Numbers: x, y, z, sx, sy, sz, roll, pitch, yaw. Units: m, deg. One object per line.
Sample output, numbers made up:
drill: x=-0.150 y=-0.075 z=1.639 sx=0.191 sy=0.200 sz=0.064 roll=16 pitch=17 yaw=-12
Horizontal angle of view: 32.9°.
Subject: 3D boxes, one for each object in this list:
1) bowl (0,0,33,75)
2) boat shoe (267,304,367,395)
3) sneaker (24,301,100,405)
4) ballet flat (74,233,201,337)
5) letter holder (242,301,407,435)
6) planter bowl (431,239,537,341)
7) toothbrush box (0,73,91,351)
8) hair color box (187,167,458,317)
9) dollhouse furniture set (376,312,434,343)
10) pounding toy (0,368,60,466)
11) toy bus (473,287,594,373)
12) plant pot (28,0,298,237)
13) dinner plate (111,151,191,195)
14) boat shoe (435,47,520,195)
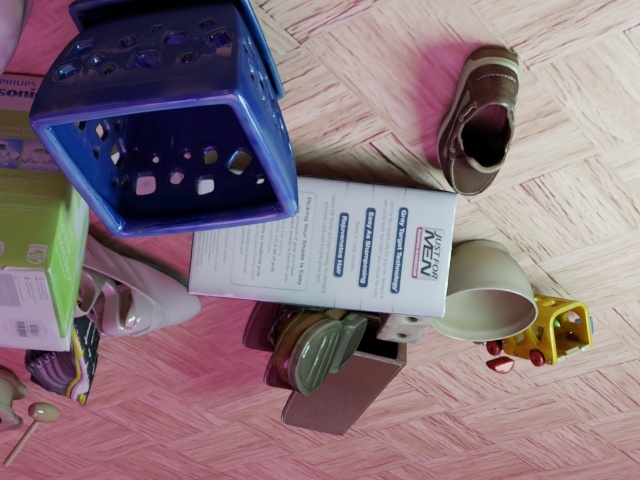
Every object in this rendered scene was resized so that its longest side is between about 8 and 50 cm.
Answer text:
bowl: x=-0.440 y=-0.224 z=1.127 sx=0.297 sy=0.134 sz=0.298 roll=-14 pitch=143 yaw=-10
boat shoe: x=-0.025 y=0.138 z=1.502 sx=0.104 sy=0.111 sz=0.307 roll=25 pitch=-177 yaw=13
sneaker: x=-0.450 y=0.197 z=1.875 sx=0.121 sy=0.111 sz=0.300 roll=11 pitch=144 yaw=-8
ballet flat: x=-0.341 y=0.074 z=1.658 sx=0.139 sy=0.139 sz=0.400 roll=-20 pitch=142 yaw=29
letter holder: x=-0.010 y=0.184 z=1.798 sx=0.214 sy=0.152 sz=0.302 roll=13 pitch=145 yaw=-14
planter bowl: x=0.243 y=0.068 z=1.647 sx=0.162 sy=0.109 sz=0.162 roll=0 pitch=147 yaw=0
toothbrush box: x=-0.362 y=-0.033 z=1.353 sx=0.122 sy=0.283 sz=0.206 roll=3 pitch=146 yaw=-5
hair color box: x=0.000 y=0.000 z=1.474 sx=0.347 sy=0.174 sz=0.105 roll=6 pitch=-176 yaw=-6
dollhouse furniture set: x=0.072 y=0.063 z=1.622 sx=0.183 sy=0.129 sz=0.129 roll=8 pitch=150 yaw=-8
pounding toy: x=-0.643 y=0.336 z=2.044 sx=0.269 sy=0.155 sz=0.154 roll=-15 pitch=148 yaw=23
toy bus: x=0.337 y=0.131 z=1.742 sx=0.202 sy=0.191 sz=0.105 roll=-7 pitch=103 yaw=11
plant pot: x=-0.161 y=-0.158 z=1.221 sx=0.235 sy=0.212 sz=0.236 roll=-7 pitch=146 yaw=12
dinner plate: x=-0.238 y=-0.081 z=1.485 sx=0.141 sy=0.017 sz=0.141 roll=-13 pitch=143 yaw=-10
boat shoe: x=0.197 y=-0.123 z=1.368 sx=0.095 sy=0.095 sz=0.257 roll=0 pitch=147 yaw=2
